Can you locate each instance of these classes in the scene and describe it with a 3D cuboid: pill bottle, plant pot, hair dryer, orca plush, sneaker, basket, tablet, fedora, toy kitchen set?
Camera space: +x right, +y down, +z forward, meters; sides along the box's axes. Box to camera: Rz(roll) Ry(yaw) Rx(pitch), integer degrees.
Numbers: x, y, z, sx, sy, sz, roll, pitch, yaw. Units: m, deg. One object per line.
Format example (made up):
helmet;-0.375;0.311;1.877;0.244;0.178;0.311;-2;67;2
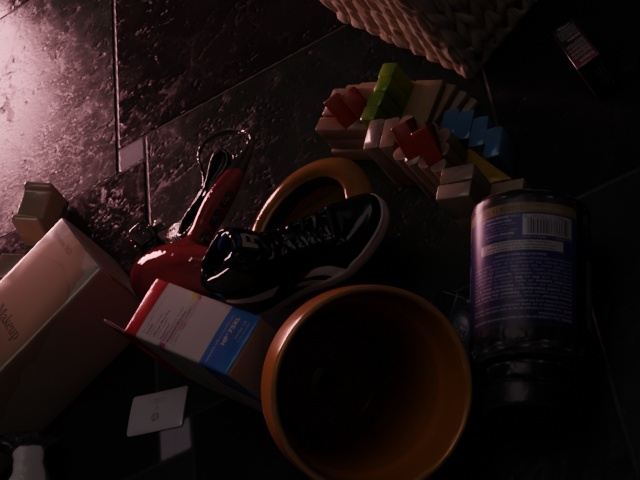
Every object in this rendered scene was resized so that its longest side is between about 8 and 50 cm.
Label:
pill bottle;0.209;0.069;1.528;0.122;0.123;0.219;-11;64;32
plant pot;0.027;0.146;1.565;0.205;0.205;0.188;-54;12;-9
hair dryer;-0.155;-0.017;1.874;0.224;0.080;0.293;-51;32;15
orca plush;-0.378;0.358;1.798;0.102;0.151;0.287;-56;35;38
sneaker;-0.037;0.008;1.668;0.217;0.121;0.079;-36;51;21
basket;0.096;-0.419;1.851;0.266;0.331;0.328;-52;42;-4
tablet;-0.195;0.204;1.839;0.083;0.006;0.054;-15;51;30
fedora;0.000;0.000;1.788;0.194;0.079;0.194;-23;52;33
toy kitchen set;-0.467;0.010;2.147;0.207;0.122;0.166;3;59;16

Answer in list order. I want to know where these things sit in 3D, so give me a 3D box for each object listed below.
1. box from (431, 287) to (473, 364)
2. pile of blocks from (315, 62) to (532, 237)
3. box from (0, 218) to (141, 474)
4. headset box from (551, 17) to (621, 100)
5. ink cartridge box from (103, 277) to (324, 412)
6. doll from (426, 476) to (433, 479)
box;0.147;0.092;1.647;0.083;0.018;0.067;18;71;44
pile of blocks;0.121;-0.130;1.768;0.149;0.112;0.362;-50;43;-5
box;-0.372;0.140;1.940;0.311;0.121;0.148;-47;42;-1
headset box;0.299;-0.201;1.720;0.032;0.062;0.083;-37;42;11
ink cartridge box;-0.126;0.120;1.754;0.231;0.134;0.078;18;72;44
doll;0.075;0.283;1.538;0.189;0.046;0.129;20;73;45
